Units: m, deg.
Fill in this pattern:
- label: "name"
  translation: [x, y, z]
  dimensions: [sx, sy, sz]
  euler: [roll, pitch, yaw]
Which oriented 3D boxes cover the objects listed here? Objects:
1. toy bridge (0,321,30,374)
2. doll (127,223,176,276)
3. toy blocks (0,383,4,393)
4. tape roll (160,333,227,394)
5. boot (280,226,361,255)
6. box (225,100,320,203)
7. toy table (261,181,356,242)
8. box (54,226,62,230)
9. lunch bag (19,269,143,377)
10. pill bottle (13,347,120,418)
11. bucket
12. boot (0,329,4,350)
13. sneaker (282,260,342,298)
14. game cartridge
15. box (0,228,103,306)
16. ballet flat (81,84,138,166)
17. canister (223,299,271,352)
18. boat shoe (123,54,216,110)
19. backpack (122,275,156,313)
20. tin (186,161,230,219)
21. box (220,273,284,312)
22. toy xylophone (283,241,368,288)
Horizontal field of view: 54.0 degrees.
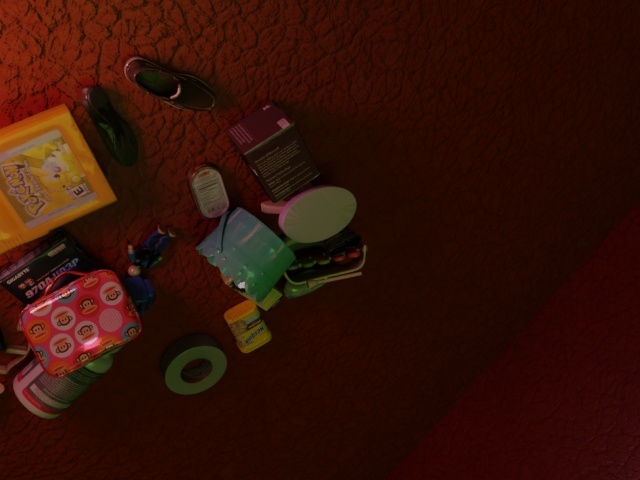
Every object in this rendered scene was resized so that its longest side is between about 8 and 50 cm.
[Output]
- label: "toy bridge"
  translation: [-0.900, 0.324, 1.862]
  dimensions: [0.063, 0.026, 0.188]
  euler: [19, 111, -40]
- label: "doll"
  translation: [-0.516, 0.034, 1.872]
  dimensions: [0.189, 0.046, 0.129]
  euler: [-49, 142, 16]
- label: "toy blocks"
  translation: [-1.034, 0.494, 1.884]
  dimensions: [0.123, 0.054, 0.148]
  euler: [13, 115, -37]
- label: "tape roll"
  translation: [-0.440, 0.430, 2.181]
  dimensions: [0.219, 0.072, 0.219]
  euler: [-15, 128, -21]
- label: "boot"
  translation: [0.000, 0.000, 2.077]
  dimensions: [0.247, 0.161, 0.083]
  euler: [-24, 130, -15]
- label: "box"
  translation: [-0.136, -0.254, 1.811]
  dimensions: [0.167, 0.168, 0.203]
  euler: [-34, 132, -5]
- label: "toy table"
  translation: [-0.042, -0.107, 1.955]
  dimensions: [0.274, 0.161, 0.252]
  euler: [-3, 113, -38]
- label: "box"
  translation: [-0.728, -0.125, 1.611]
  dimensions: [0.147, 0.077, 0.180]
  euler: [7, 117, -35]
- label: "lunch bag"
  translation: [-0.668, 0.210, 1.743]
  dimensions: [0.293, 0.120, 0.258]
  euler: [-26, 94, -13]
- label: "pill bottle"
  translation: [-0.741, 0.366, 1.884]
  dimensions: [0.318, 0.176, 0.176]
  euler: [-43, 133, 3]
- label: "bucket"
  translation: [-0.222, 0.042, 1.895]
  dimensions: [0.183, 0.281, 0.281]
  euler: [-49, 134, -10]
- label: "boot"
  translation: [-0.974, 0.249, 1.737]
  dimensions: [0.137, 0.077, 0.197]
  euler: [-13, 126, -17]
- label: "sneaker"
  translation: [-0.027, 0.138, 2.225]
  dimensions: [0.237, 0.085, 0.086]
  euler: [-20, 156, -22]
- label: "game cartridge"
  translation: [-0.702, -0.143, 1.526]
  dimensions: [0.324, 0.052, 0.285]
  euler: [-28, 131, -14]
- label: "box"
  translation: [-0.754, 0.095, 1.769]
  dimensions: [0.220, 0.051, 0.175]
  euler: [-35, 133, -5]
- label: "ballet flat"
  translation: [-0.547, -0.293, 1.621]
  dimensions: [0.084, 0.058, 0.249]
  euler: [-60, 148, -31]
- label: "canister"
  translation: [-0.255, 0.299, 2.199]
  dimensions: [0.126, 0.073, 0.170]
  euler: [-29, 130, -11]
- label: "boat shoe"
  translation: [-0.379, -0.387, 1.621]
  dimensions: [0.258, 0.095, 0.095]
  euler: [13, 114, -37]
- label: "backpack"
  translation: [-0.556, 0.177, 1.902]
  dimensions: [0.101, 0.098, 0.120]
  euler: [-5, 149, -27]
- label: "tin"
  translation: [-0.330, -0.145, 1.865]
  dimensions: [0.106, 0.040, 0.189]
  euler: [-27, 131, -17]
- label: "box"
  translation: [-0.227, 0.153, 2.122]
  dimensions: [0.087, 0.058, 0.232]
  euler: [-46, 133, 5]
- label: "toy xylophone"
  translation: [0.015, 0.080, 2.097]
  dimensions: [0.323, 0.236, 0.081]
  euler: [-15, 101, -20]
